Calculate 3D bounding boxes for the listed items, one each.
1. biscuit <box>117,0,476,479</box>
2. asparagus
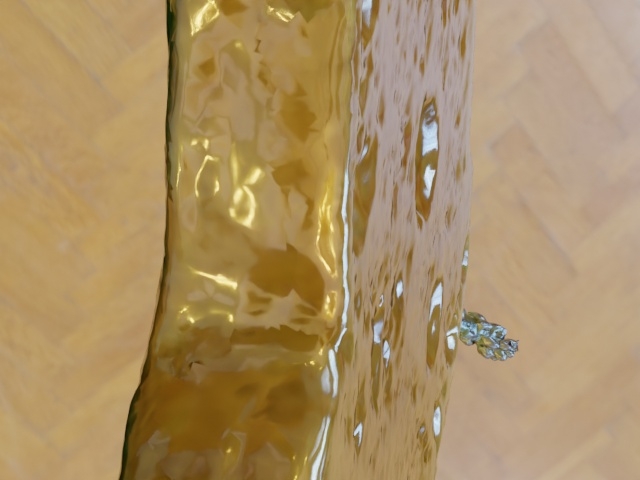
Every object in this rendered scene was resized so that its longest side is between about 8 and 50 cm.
[{"bbox_3d":[-0.002,0.000,0.474,0.057,0.287,0.343,6,140,10],"label":"biscuit"},{"bbox_3d":[0.045,0.035,0.850,0.248,0.024,0.025,20,83,-61],"label":"asparagus"}]
